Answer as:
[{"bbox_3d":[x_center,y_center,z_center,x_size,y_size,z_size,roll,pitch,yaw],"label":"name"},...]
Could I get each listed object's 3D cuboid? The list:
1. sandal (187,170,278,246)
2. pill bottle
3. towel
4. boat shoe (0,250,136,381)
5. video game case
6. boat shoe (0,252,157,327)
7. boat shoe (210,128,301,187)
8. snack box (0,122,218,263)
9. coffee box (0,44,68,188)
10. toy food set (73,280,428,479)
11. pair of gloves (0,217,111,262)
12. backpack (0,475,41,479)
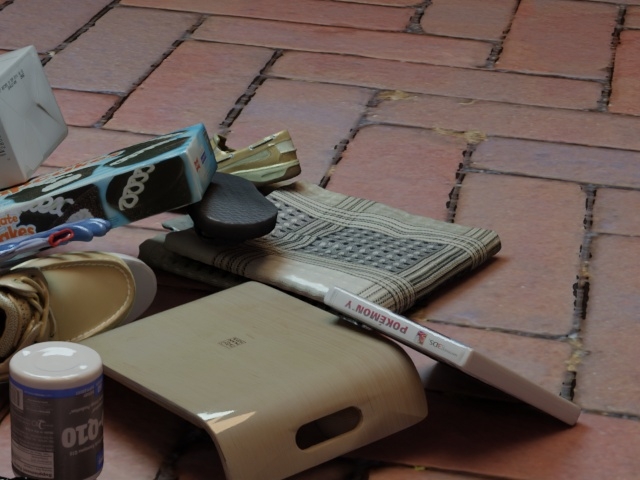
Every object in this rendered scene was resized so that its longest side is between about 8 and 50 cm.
[{"bbox_3d":[-0.100,-0.028,2.030,0.097,0.055,0.254,12,10,-5],"label":"sandal"},{"bbox_3d":[-0.219,0.161,1.540,0.078,0.137,0.078,2,22,-1],"label":"pill bottle"},{"bbox_3d":[0.000,0.000,2.095,0.324,0.056,0.312,15,24,30],"label":"towel"},{"bbox_3d":[-0.293,0.080,1.739,0.302,0.109,0.098,-18,-1,-33],"label":"boat shoe"},{"bbox_3d":[0.125,0.109,1.740,0.183,0.023,0.201,24,-4,42],"label":"video game case"},{"bbox_3d":[-0.295,0.052,1.867,0.258,0.095,0.084,-8,28,-29],"label":"boat shoe"},{"bbox_3d":[-0.119,-0.093,2.232,0.190,0.072,0.068,-12,7,10],"label":"boat shoe"},{"bbox_3d":[-0.275,-0.038,1.970,0.321,0.060,0.187,-18,11,5],"label":"snack box"},{"bbox_3d":[-0.457,-0.107,2.086,0.297,0.119,0.168,-14,18,15],"label":"coffee box"},{"bbox_3d":[-0.079,0.136,1.717,0.219,0.092,0.306,-19,24,-34],"label":"toy food set"},{"bbox_3d":[-0.297,0.011,1.789,0.159,0.023,0.198,-14,6,16],"label":"pair of gloves"},{"bbox_3d":[-0.187,0.245,1.317,0.173,0.158,0.117,4,-1,-38],"label":"backpack"}]
